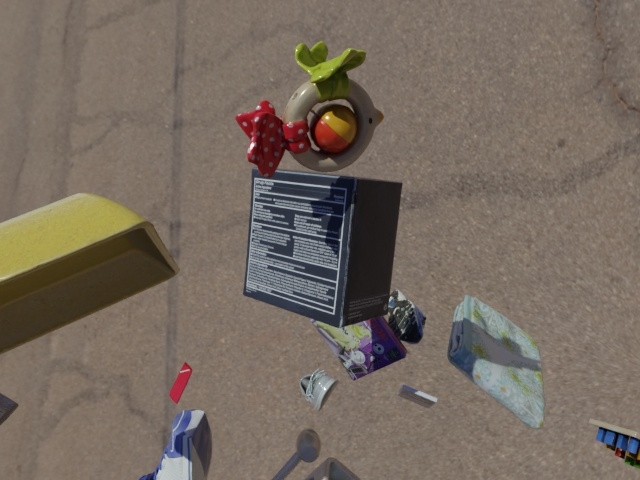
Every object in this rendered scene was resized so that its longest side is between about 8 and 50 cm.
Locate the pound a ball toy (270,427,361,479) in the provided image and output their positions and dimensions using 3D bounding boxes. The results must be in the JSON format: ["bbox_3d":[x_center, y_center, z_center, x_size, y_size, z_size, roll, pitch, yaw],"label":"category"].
[{"bbox_3d":[-0.047,0.513,0.976,0.208,0.136,0.319,41,101,-4],"label":"pound a ball toy"}]

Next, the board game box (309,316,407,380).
[{"bbox_3d":[0.090,0.257,1.597,0.208,0.056,0.346,-33,95,23],"label":"board game box"}]

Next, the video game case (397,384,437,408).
[{"bbox_3d":[0.239,0.390,1.272,0.087,0.122,0.011,21,68,12],"label":"video game case"}]

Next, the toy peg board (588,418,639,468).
[{"bbox_3d":[0.809,0.542,1.323,0.161,0.161,0.079,148,145,-75],"label":"toy peg board"}]

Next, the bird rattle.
[{"bbox_3d":[-0.002,-0.196,0.845,0.253,0.207,0.143,-56,32,2],"label":"bird rattle"}]

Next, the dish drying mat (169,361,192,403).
[{"bbox_3d":[-0.295,0.301,1.077,0.032,0.008,0.083,32,100,33],"label":"dish drying mat"}]

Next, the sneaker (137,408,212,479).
[{"bbox_3d":[-0.336,0.528,1.098,0.182,0.127,0.315,3,102,6],"label":"sneaker"}]

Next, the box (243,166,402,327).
[{"bbox_3d":[0.000,0.000,1.111,0.296,0.183,0.293,12,101,40],"label":"box"}]

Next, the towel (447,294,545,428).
[{"bbox_3d":[0.555,0.355,1.595,0.321,0.374,0.090,37,121,1],"label":"towel"}]

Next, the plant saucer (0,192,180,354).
[{"bbox_3d":[-0.361,0.051,0.636,0.333,0.333,0.081,-25,83,-14],"label":"plant saucer"}]

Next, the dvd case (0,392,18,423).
[{"bbox_3d":[-0.622,0.266,0.861,0.022,0.180,0.253,-55,13,-15],"label":"dvd case"}]

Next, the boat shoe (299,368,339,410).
[{"bbox_3d":[-0.015,0.500,1.738,0.103,0.320,0.118,34,75,5],"label":"boat shoe"}]

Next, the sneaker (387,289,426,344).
[{"bbox_3d":[0.323,0.283,1.820,0.147,0.330,0.129,35,101,-9],"label":"sneaker"}]
